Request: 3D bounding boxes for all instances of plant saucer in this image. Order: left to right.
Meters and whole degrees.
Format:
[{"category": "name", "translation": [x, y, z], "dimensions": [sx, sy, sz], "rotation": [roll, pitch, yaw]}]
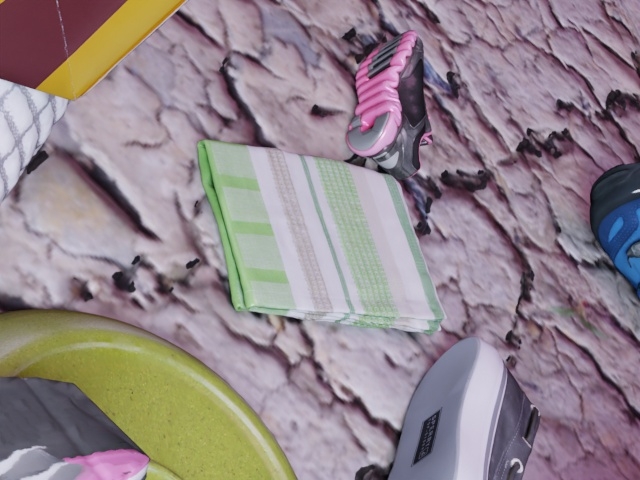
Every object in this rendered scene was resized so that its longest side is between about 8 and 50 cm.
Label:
[{"category": "plant saucer", "translation": [-0.082, 0.129, 0.551], "dimensions": [0.241, 0.037, 0.241], "rotation": [28, 43, -30]}]

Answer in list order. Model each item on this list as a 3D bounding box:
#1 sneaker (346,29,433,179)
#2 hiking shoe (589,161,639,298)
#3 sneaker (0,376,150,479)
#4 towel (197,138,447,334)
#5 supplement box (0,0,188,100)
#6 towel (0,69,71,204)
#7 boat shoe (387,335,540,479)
[{"category": "sneaker", "translation": [0.053, -0.088, 0.865], "dimensions": [0.057, 0.047, 0.119], "rotation": [39, 46, -28]}, {"category": "hiking shoe", "translation": [0.305, 0.069, 0.942], "dimensions": [0.304, 0.113, 0.132], "rotation": [45, 37, -11]}, {"category": "sneaker", "translation": [-0.145, 0.109, 0.444], "dimensions": [0.178, 0.077, 0.072], "rotation": [-19, 48, -26]}, {"category": "towel", "translation": [0.000, 0.000, 0.757], "dimensions": [0.152, 0.023, 0.113], "rotation": [8, 53, -40]}, {"category": "supplement box", "translation": [-0.116, -0.168, 0.428], "dimensions": [0.194, 0.191, 0.129], "rotation": [14, 55, -40]}, {"category": "towel", "translation": [-0.248, -0.082, 0.481], "dimensions": [0.284, 0.121, 0.235], "rotation": [42, 40, -17]}, {"category": "boat shoe", "translation": [0.073, 0.143, 0.677], "dimensions": [0.076, 0.080, 0.228], "rotation": [43, 31, -11]}]
